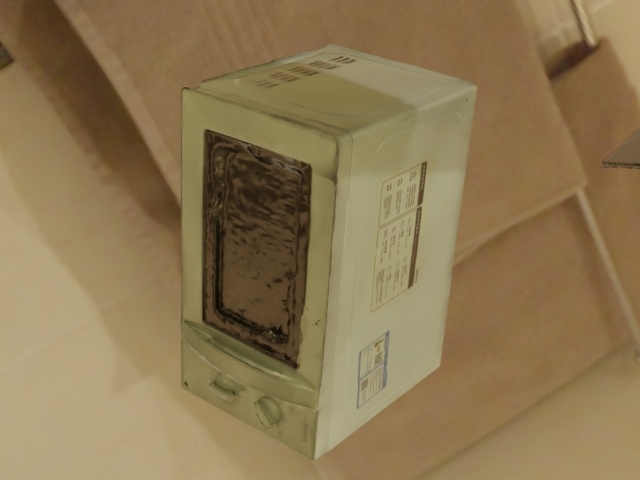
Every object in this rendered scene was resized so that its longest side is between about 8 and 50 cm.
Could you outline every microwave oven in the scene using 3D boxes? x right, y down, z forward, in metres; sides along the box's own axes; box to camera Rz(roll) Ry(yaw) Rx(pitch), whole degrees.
[{"bbox_3d":[0.000,0.000,0.607,0.122,0.162,0.208,22,-59,32],"label":"microwave oven"}]

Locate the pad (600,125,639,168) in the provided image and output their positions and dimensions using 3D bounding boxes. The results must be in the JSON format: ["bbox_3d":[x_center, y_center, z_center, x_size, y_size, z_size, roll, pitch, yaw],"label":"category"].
[{"bbox_3d":[0.275,-0.094,0.548,0.004,0.164,0.243,49,-7,-13],"label":"pad"}]
